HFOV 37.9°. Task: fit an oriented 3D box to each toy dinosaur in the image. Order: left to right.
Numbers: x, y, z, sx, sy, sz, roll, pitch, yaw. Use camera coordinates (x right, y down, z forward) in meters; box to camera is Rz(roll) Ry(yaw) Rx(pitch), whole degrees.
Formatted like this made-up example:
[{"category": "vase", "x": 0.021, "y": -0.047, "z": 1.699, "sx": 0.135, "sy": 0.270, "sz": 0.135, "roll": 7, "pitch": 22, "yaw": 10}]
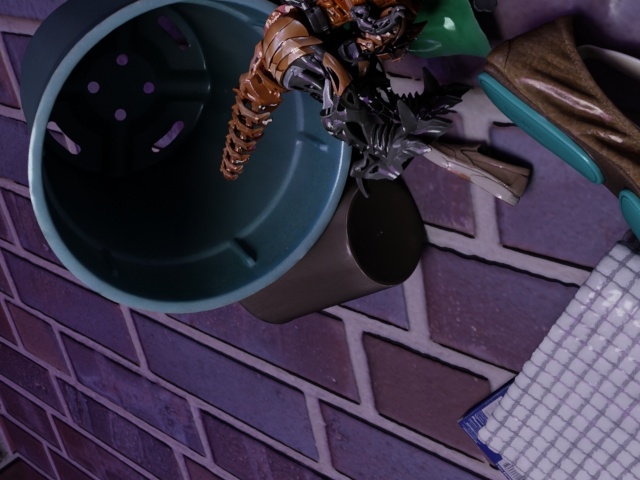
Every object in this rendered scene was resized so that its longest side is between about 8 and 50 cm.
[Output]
[{"category": "toy dinosaur", "x": 0.022, "y": -0.170, "z": 0.867, "sx": 0.218, "sy": 0.164, "sz": 0.322, "roll": 44, "pitch": 141, "yaw": -6}]

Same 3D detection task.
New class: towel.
[{"category": "towel", "x": 0.320, "y": 0.157, "z": 0.895, "sx": 0.235, "sy": 0.121, "sz": 0.284, "roll": 38, "pitch": 128, "yaw": 20}]

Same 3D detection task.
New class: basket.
[{"category": "basket", "x": 0.000, "y": 0.000, "z": 1.144, "sx": 0.227, "sy": 0.154, "sz": 0.204, "roll": -10, "pitch": 106, "yaw": 48}]

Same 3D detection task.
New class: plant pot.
[{"category": "plant pot", "x": -0.188, "y": -0.141, "z": 1.071, "sx": 0.334, "sy": 0.341, "sz": 0.341, "roll": 41, "pitch": 148, "yaw": 56}]

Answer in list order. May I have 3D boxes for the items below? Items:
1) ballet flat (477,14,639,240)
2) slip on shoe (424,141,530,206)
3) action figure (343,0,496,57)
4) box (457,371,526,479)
[{"category": "ballet flat", "x": 0.280, "y": -0.067, "z": 0.781, "sx": 0.342, "sy": 0.124, "sz": 0.116, "roll": 52, "pitch": -173, "yaw": 24}, {"category": "slip on shoe", "x": 0.160, "y": -0.083, "z": 0.982, "sx": 0.135, "sy": 0.051, "sz": 0.041, "roll": 35, "pitch": 101, "yaw": 38}, {"category": "action figure", "x": 0.064, "y": -0.236, "z": 0.947, "sx": 0.232, "sy": 0.063, "sz": 0.137, "roll": 0, "pitch": 119, "yaw": 45}, {"category": "box", "x": 0.268, "y": 0.218, "z": 1.099, "sx": 0.136, "sy": 0.036, "sz": 0.225, "roll": 48, "pitch": 144, "yaw": 9}]
